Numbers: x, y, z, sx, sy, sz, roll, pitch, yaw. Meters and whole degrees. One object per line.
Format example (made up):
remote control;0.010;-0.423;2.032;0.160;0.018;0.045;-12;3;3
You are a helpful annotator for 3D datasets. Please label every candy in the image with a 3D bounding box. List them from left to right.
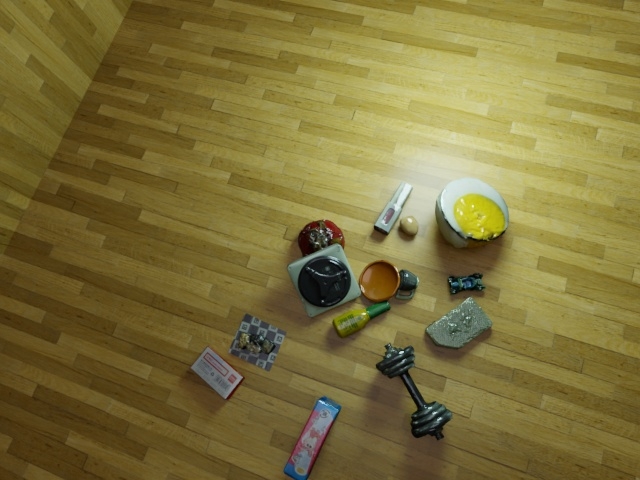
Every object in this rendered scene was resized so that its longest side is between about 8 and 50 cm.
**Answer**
candy;-0.027;0.795;1.713;0.100;0.157;0.305;26;79;13

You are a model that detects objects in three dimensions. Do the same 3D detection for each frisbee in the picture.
frisbee;0.265;0.181;1.892;0.192;0.035;0.191;-11;65;26

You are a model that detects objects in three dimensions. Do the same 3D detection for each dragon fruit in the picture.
dragon fruit;-0.002;-0.004;1.931;0.219;0.148;0.223;22;79;11

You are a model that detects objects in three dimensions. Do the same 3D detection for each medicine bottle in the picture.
medicine bottle;0.182;0.335;1.860;0.261;0.064;0.094;-26;75;0

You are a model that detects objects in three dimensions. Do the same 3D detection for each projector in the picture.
projector;0.016;0.176;1.871;0.259;0.079;0.256;-24;100;0

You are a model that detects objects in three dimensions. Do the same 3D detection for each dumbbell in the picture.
dumbbell;0.372;0.600;1.708;0.179;0.179;0.405;-29;73;-1

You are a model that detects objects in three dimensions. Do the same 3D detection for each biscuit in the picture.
biscuit;0.587;0.367;1.809;0.253;0.052;0.150;-34;74;-3

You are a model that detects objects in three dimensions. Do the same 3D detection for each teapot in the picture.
teapot;0.382;0.193;1.877;0.091;0.124;0.092;15;33;-10

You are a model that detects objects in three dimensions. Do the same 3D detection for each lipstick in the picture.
lipstick;0.341;-0.148;1.966;0.079;0.077;0.252;30;79;14

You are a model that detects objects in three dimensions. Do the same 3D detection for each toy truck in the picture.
toy truck;0.634;0.183;1.840;0.155;0.078;0.080;-8;76;4

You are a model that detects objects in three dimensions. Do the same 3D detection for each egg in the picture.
egg;0.405;-0.066;1.934;0.080;0.080;0.096;-20;77;1
egg;0.626;-0.098;1.853;0.338;0.201;0.336;8;63;-15

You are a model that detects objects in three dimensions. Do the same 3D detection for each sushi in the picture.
sushi;-0.287;0.450;1.893;0.216;0.050;0.192;21;78;12

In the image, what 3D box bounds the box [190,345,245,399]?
box;-0.457;0.582;1.879;0.230;0.050;0.122;35;80;15
